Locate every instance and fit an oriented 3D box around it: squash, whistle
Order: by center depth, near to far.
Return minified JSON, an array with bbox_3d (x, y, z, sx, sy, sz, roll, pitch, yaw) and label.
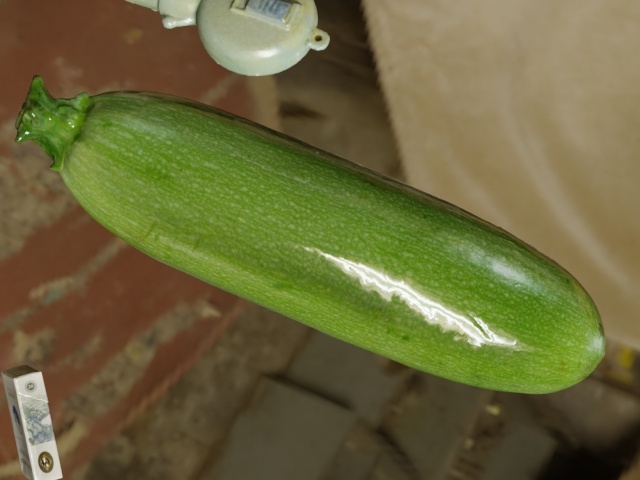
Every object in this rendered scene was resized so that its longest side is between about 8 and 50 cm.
[{"bbox_3d":[0.000,0.000,1.069,0.107,0.395,0.107,-156,-90,-84],"label":"squash"},{"bbox_3d":[-0.110,-0.248,1.843,0.067,0.258,0.126,84,28,-60],"label":"whistle"}]

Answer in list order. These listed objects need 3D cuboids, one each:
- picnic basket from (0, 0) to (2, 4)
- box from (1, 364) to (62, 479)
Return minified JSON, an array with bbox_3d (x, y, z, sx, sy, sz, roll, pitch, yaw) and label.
[{"bbox_3d":[-0.428,-0.343,1.541,0.337,0.337,0.293,65,38,-47],"label":"picnic basket"},{"bbox_3d":[-0.218,0.138,1.330,0.024,0.054,0.083,-13,97,-18],"label":"box"}]
